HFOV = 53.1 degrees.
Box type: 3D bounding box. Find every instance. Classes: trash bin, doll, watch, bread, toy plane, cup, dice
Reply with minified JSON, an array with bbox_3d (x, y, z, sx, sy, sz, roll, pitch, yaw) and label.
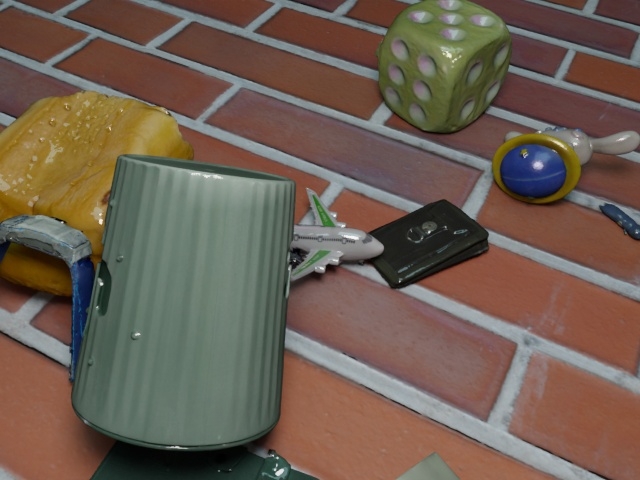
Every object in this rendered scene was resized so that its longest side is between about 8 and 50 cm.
[{"bbox_3d":[0.174,0.403,0.957,0.116,0.059,0.130,-25,52,-26],"label":"trash bin"},{"bbox_3d":[0.540,-0.172,1.430,0.311,0.159,0.242,-2,13,34],"label":"doll"},{"bbox_3d":[-0.515,0.086,1.083,0.276,0.274,0.068,11,20,6],"label":"watch"},{"bbox_3d":[-0.473,-0.077,1.244,0.361,0.250,0.394,12,52,10],"label":"bread"},{"bbox_3d":[-0.001,0.003,1.287,0.255,0.101,0.251,11,48,2],"label":"toy plane"},{"bbox_3d":[-0.224,0.075,0.987,0.401,0.392,0.310,15,10,38],"label":"cup"},{"bbox_3d":[0.307,-0.442,1.608,0.250,0.252,0.254,-32,54,-29],"label":"dice"},{"bbox_3d":[0.668,-0.044,1.415,0.037,0.027,0.125,-19,48,-20],"label":"doll"}]

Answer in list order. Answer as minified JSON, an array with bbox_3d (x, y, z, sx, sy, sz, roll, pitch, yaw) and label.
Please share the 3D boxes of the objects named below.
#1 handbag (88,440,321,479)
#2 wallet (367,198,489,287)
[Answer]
[{"bbox_3d":[-0.181,0.396,0.927,0.326,0.089,0.238,17,46,12],"label":"handbag"},{"bbox_3d":[0.214,0.000,1.338,0.245,0.052,0.168,-23,49,-19],"label":"wallet"}]
